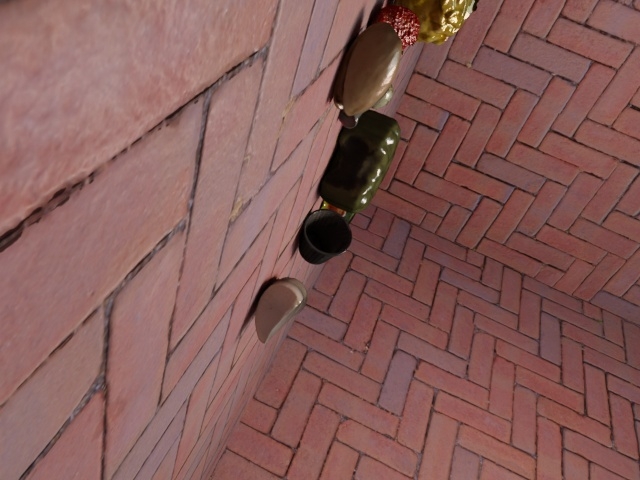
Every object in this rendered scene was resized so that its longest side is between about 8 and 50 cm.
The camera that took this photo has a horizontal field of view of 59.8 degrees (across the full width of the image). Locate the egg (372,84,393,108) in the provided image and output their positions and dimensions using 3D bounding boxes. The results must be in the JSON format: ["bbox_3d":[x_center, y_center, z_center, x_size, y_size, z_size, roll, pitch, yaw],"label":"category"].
[{"bbox_3d":[0.211,-0.516,1.968,0.110,0.085,0.085,-64,176,26],"label":"egg"}]

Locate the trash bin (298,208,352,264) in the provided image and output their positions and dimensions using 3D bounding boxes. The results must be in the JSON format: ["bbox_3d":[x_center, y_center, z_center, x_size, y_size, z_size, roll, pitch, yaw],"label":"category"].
[{"bbox_3d":[0.000,0.000,1.922,0.176,0.175,0.161,-62,-173,-30],"label":"trash bin"}]

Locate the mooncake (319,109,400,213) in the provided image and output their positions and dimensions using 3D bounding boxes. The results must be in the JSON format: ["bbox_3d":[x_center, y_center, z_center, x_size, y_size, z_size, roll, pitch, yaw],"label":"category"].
[{"bbox_3d":[0.140,-0.267,1.885,0.351,0.187,0.352,22,90,-85],"label":"mooncake"}]

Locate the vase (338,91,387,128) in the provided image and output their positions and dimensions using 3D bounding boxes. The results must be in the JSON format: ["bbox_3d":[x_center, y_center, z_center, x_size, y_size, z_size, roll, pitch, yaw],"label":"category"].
[{"bbox_3d":[0.123,-0.410,1.629,0.214,0.086,0.086,-56,171,-36],"label":"vase"}]

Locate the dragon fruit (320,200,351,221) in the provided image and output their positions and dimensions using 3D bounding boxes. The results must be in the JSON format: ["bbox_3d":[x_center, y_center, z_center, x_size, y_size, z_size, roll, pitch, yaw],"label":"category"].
[{"bbox_3d":[0.075,-0.135,2.213,0.269,0.130,0.295,-58,173,-24],"label":"dragon fruit"}]

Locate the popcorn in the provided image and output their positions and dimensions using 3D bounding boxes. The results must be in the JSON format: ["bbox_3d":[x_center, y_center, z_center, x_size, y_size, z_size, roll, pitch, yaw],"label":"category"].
[{"bbox_3d":[0.304,-0.672,1.515,0.286,0.214,0.252,111,-26,-54],"label":"popcorn"}]

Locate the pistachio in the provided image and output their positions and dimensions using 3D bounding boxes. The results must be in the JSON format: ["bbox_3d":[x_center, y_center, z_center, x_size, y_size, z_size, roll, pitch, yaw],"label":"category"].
[{"bbox_3d":[0.107,-0.397,1.299,0.226,0.135,0.136,-59,178,24],"label":"pistachio"}]

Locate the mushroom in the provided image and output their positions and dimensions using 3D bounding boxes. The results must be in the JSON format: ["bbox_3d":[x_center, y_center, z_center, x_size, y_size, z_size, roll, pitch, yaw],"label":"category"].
[{"bbox_3d":[-0.117,0.195,1.759,0.177,0.126,0.397,-56,176,5],"label":"mushroom"}]

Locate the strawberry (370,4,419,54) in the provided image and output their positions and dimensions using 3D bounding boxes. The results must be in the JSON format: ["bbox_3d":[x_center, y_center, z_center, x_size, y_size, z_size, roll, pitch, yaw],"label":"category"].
[{"bbox_3d":[0.177,-0.541,1.421,0.131,0.148,0.131,-19,-114,51],"label":"strawberry"}]
